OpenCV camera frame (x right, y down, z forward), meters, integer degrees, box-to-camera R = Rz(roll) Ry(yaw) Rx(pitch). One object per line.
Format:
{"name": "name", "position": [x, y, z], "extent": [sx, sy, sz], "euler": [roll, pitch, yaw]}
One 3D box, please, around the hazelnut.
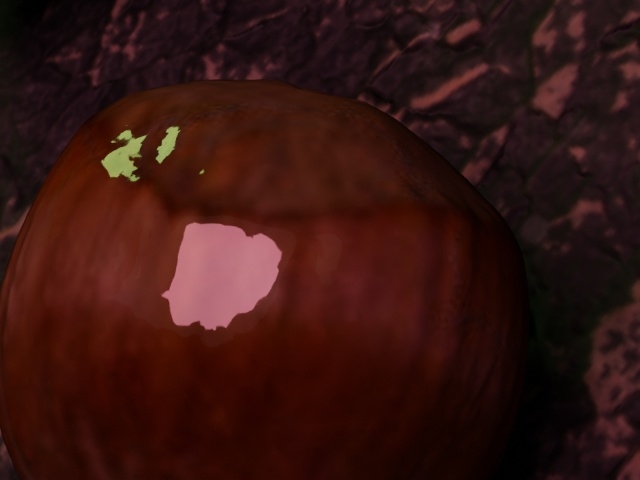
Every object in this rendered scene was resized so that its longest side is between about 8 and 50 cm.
{"name": "hazelnut", "position": [-0.023, 0.042, 0.690], "extent": [0.214, 0.176, 0.214], "euler": [-3, 79, 17]}
